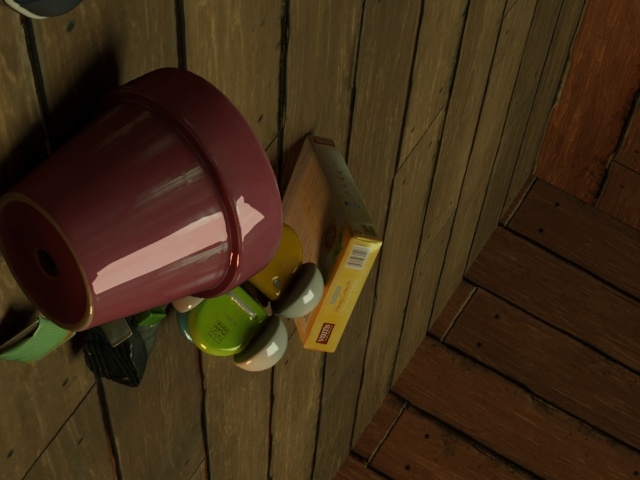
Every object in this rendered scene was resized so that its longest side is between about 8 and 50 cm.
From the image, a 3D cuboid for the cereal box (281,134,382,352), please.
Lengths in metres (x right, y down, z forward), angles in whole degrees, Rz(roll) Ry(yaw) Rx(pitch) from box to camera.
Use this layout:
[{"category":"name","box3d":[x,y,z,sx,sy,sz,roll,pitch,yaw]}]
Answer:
[{"category":"cereal box","box3d":[0.000,0.000,1.907,0.240,0.047,0.173,-110,-144,-53]}]

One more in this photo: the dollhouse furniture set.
[{"category":"dollhouse furniture set","box3d":[-0.219,0.086,1.389,0.152,0.058,0.076,-34,168,10]}]

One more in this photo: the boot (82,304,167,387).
[{"category":"boot","box3d":[-0.188,0.027,1.535,0.246,0.083,0.161,97,13,-58]}]

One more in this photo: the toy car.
[{"category":"toy car","box3d":[-0.101,0.058,1.794,0.136,0.159,0.182,-9,-138,58]}]

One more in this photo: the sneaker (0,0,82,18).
[{"category":"sneaker","box3d":[-0.148,-0.240,0.965,0.126,0.127,0.321,-55,167,-30]}]

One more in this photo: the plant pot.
[{"category":"plant pot","box3d":[-0.161,-0.021,1.271,0.180,0.201,0.201,-32,152,-35]}]
